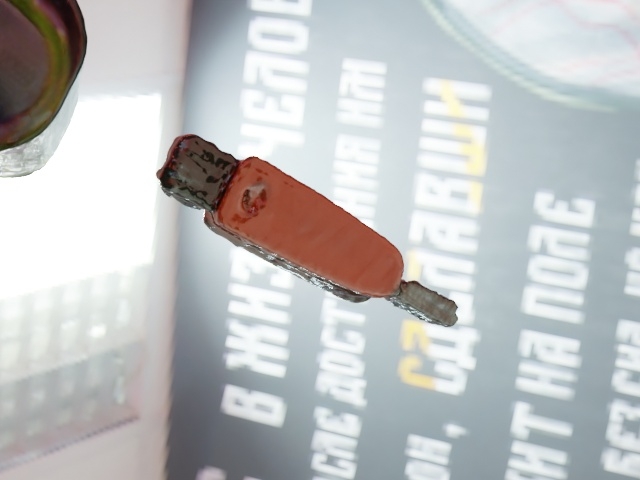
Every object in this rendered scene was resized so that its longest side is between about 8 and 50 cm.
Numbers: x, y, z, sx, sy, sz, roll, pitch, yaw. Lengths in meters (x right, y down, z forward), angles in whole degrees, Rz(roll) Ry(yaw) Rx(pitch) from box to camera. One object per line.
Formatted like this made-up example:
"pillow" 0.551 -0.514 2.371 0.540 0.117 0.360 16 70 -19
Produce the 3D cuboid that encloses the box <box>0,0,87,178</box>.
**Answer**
"box" -0.190 -0.091 0.854 0.097 0.134 0.345 -60 9 -5

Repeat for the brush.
"brush" 0.000 0.000 1.436 0.323 0.051 0.070 28 -103 -29
